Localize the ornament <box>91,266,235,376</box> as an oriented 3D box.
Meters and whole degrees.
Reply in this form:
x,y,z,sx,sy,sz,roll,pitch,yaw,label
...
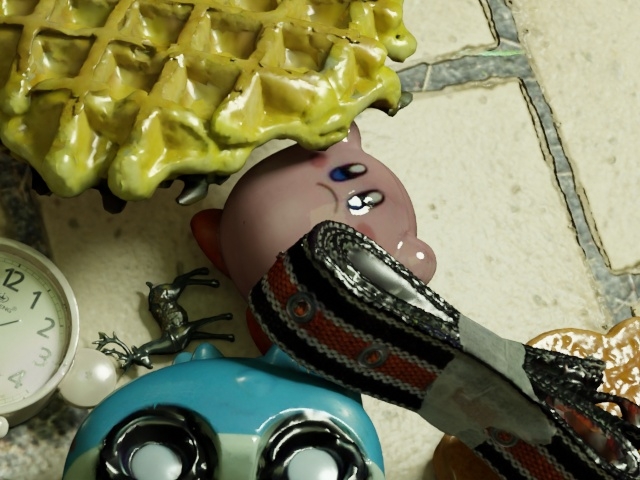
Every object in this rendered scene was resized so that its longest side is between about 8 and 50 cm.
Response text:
x,y,z,sx,sy,sz,roll,pitch,yaw,label
-0.137,0.069,1.502,0.125,0.028,0.073,-19,76,-22,ornament

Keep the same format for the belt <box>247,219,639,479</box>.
x,y,z,sx,sy,sz,roll,pitch,yaw,label
0.109,0.105,1.404,0.359,0.094,0.126,30,38,-22,belt

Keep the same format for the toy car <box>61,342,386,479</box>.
x,y,z,sx,sy,sz,roll,pitch,yaw,label
-0.073,0.170,1.396,0.255,0.188,0.190,1,52,-6,toy car

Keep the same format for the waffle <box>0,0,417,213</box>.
x,y,z,sx,sy,sz,roll,pitch,yaw,label
-0.129,-0.186,1.503,0.382,0.095,0.379,-26,50,-22,waffle

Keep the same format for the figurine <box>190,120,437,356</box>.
x,y,z,sx,sy,sz,roll,pitch,yaw,label
0.000,0.000,1.486,0.173,0.173,0.173,5,68,-13,figurine

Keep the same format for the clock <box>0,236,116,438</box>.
x,y,z,sx,sy,sz,roll,pitch,yaw,label
-0.273,0.078,1.446,0.229,0.063,0.155,24,68,-1,clock

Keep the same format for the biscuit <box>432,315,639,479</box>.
x,y,z,sx,sy,sz,roll,pitch,yaw,label
0.253,0.166,1.556,0.334,0.047,0.202,-17,73,-22,biscuit
